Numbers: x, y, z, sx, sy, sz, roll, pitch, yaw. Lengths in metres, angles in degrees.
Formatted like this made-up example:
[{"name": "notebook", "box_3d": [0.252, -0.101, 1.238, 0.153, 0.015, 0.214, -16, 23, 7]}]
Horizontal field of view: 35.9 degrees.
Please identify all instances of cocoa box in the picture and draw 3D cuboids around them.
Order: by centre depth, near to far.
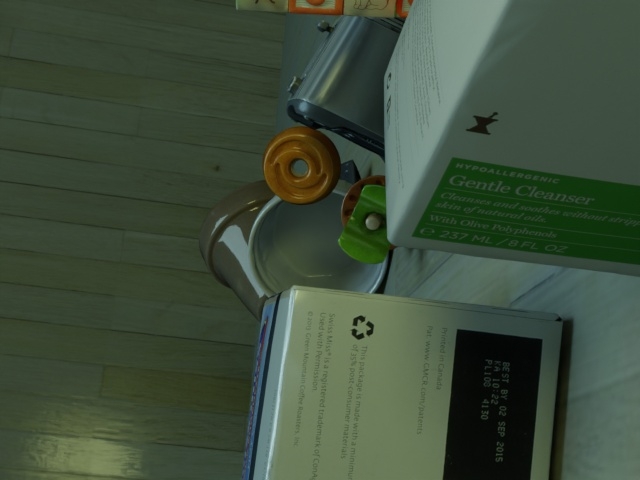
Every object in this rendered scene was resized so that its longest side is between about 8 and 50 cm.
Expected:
[{"name": "cocoa box", "box_3d": [0.050, 0.224, 0.856, 0.228, 0.232, 0.347, 147, 130, -79]}]

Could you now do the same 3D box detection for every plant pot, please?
[{"name": "plant pot", "box_3d": [-0.086, 0.051, 1.924, 0.229, 0.263, 0.263, -115, 30, -43]}]

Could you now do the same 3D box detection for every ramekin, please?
[{"name": "ramekin", "box_3d": [0.000, 0.000, 1.479, 0.109, 0.207, 0.207, -80, 1, -67]}]

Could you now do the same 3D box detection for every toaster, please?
[{"name": "toaster", "box_3d": [0.083, -0.165, 1.118, 0.146, 0.227, 0.129, -65, 11, 1]}]

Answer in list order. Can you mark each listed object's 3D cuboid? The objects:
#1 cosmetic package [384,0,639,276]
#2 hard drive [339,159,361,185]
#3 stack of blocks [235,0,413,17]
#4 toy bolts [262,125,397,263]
[{"name": "cosmetic package", "box_3d": [0.169, -0.142, 0.534, 0.365, 0.197, 0.155, 109, 165, -57]}, {"name": "hard drive", "box_3d": [0.002, 0.003, 1.654, 0.172, 0.054, 0.254, -20, 54, 35]}, {"name": "stack of blocks", "box_3d": [0.084, -0.266, 0.760, 0.087, 0.297, 0.171, -89, 2, -52]}, {"name": "toy bolts", "box_3d": [0.057, -0.117, 1.293, 0.228, 0.218, 0.158, -61, -1, 15]}]
